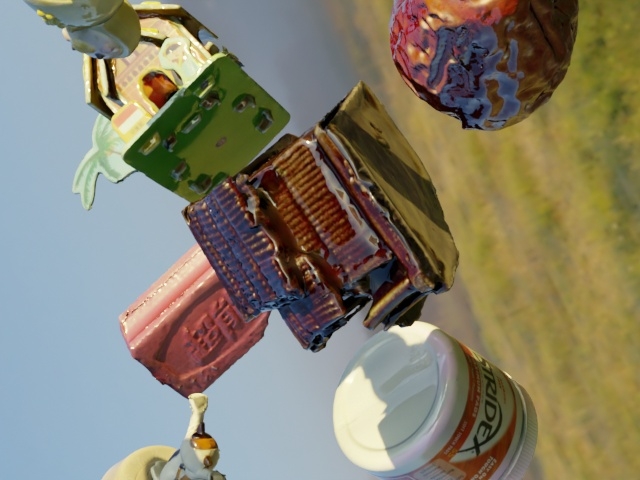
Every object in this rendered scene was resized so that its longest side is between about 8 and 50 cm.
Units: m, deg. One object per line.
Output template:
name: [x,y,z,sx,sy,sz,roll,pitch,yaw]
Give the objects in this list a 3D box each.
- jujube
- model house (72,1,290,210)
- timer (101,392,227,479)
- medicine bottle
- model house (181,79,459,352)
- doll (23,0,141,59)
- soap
jujube: [0.158,-0.214,1.418,0.290,0.197,0.197,59,-174,-72]
model house: [-0.291,-0.203,2.110,0.323,0.340,0.300,47,-175,22]
timer: [-0.208,0.347,2.105,0.266,0.175,0.175,-51,56,49]
medicine bottle: [0.182,0.285,2.308,0.241,0.252,0.252,34,-156,-40]
model house: [0.000,0.000,1.814,0.317,0.282,0.297,55,-160,8]
doll: [-0.285,-0.284,1.707,0.296,0.141,0.117,72,-145,-63]
soap: [-0.172,0.103,2.188,0.162,0.250,0.099,42,-173,-33]
